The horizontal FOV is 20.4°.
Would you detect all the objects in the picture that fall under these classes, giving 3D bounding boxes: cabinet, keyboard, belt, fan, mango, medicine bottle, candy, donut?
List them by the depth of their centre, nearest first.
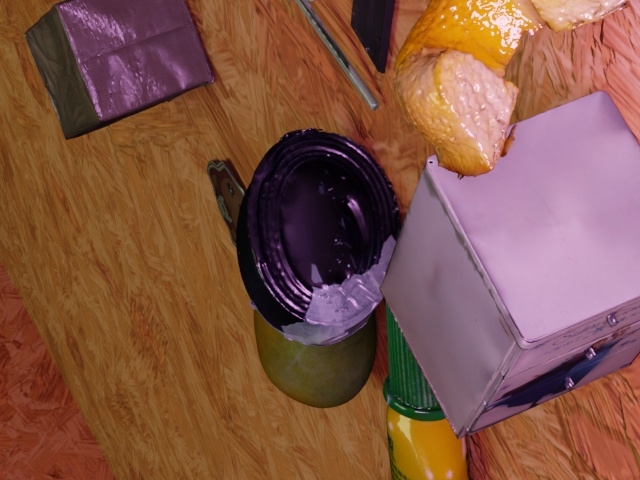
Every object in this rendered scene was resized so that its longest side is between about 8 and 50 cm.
[{"bbox_3d":[0.113,-0.133,1.136,0.078,0.181,0.146,35,-171,-21],"label":"donut"},{"bbox_3d":[0.150,0.027,1.259,0.150,0.145,0.206,62,162,20],"label":"cabinet"},{"bbox_3d":[0.048,-0.225,1.490,0.202,0.011,0.067,96,150,-55],"label":"keyboard"},{"bbox_3d":[-0.027,-0.235,1.627,0.288,0.078,0.084,55,147,16],"label":"candy"},{"bbox_3d":[0.000,0.000,1.656,0.078,0.151,0.198,124,145,-68],"label":"belt"},{"bbox_3d":[0.099,0.170,1.690,0.111,0.076,0.309,-126,21,-50],"label":"medicine bottle"},{"bbox_3d":[-0.007,0.073,1.827,0.251,0.114,0.156,90,160,-51],"label":"mango"},{"bbox_3d":[-0.091,-0.035,2.125,0.132,0.009,0.220,69,164,-10],"label":"fan"}]

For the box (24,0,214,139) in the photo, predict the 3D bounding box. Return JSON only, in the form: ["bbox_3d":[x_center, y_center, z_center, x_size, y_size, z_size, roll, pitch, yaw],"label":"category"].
[{"bbox_3d":[-0.244,-0.224,2.123,0.155,0.149,0.231,69,162,-6],"label":"box"}]
